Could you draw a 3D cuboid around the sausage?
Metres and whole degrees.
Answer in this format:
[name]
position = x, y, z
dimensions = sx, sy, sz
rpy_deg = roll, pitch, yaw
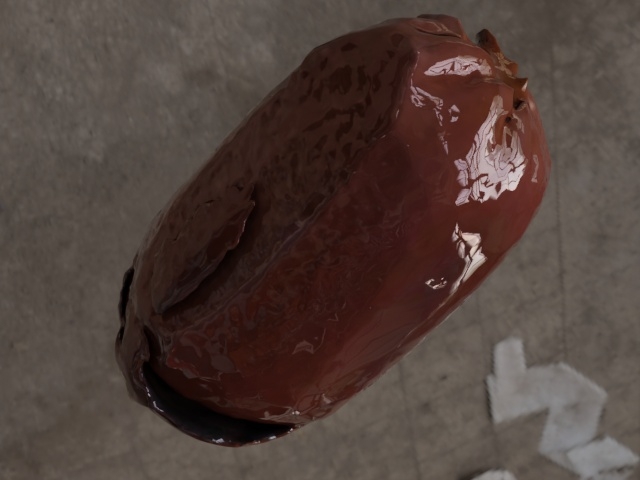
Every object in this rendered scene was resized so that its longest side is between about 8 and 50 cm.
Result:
[sausage]
position = 0.000, 0.000, 0.624
dimensions = 0.152, 0.152, 0.280
rpy_deg = 24, 124, -36
